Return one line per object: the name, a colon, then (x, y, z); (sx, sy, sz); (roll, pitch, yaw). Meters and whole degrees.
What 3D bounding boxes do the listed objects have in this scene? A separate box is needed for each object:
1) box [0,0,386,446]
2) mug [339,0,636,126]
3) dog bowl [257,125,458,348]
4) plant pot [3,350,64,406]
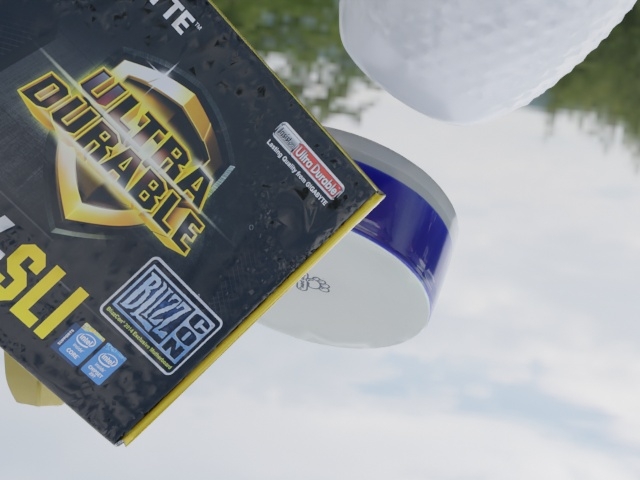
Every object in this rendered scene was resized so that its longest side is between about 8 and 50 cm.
box: (-0.150, -0.054, 1.166); (0.322, 0.257, 0.079); (47, 180, -33)
mug: (0.172, -0.308, 1.731); (0.276, 0.328, 0.374); (27, -154, -16)
dog bowl: (0.000, 0.000, 1.809); (0.264, 0.104, 0.265); (14, 151, 8)
plant pot: (-0.385, 0.186, 2.469); (0.081, 0.083, 0.081); (5, -178, 40)
